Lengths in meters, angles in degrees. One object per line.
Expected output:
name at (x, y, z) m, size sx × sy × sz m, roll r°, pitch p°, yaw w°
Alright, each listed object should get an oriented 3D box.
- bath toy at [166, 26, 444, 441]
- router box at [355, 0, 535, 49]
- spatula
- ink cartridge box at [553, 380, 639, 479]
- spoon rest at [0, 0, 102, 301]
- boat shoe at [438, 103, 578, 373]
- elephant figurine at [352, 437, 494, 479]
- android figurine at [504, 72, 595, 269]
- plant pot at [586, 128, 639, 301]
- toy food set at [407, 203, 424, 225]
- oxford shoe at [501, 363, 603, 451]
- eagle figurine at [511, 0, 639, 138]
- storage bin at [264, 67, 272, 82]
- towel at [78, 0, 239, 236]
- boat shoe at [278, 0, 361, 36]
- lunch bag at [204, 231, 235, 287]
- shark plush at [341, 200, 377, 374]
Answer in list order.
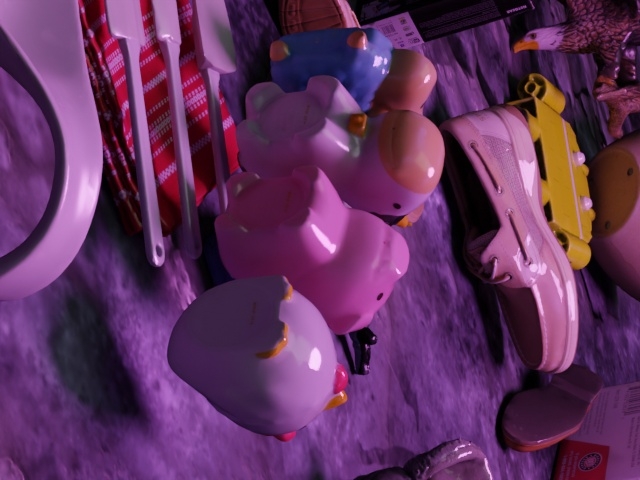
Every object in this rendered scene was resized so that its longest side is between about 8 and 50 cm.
bath toy at (0.000, 0.000, 1.192) m, size 0.129 × 0.151 × 0.348 m, roll 73°, pitch 26°, yaw -43°
router box at (0.127, -0.261, 1.682) m, size 0.046 × 0.179 × 0.133 m, roll 57°, pitch 30°, yaw -37°
spatula at (-0.097, -0.094, 1.195) m, size 0.168 × 0.019 × 0.242 m, roll 15°, pitch 63°, yaw -66°
ink cartridge box at (0.444, 0.260, 1.993) m, size 0.131 × 0.306 × 0.226 m, roll 68°, pitch 25°, yaw -21°
spoon rest at (-0.180, -0.106, 1.004) m, size 0.137 × 0.084 × 0.276 m, roll 18°, pitch 63°, yaw -65°
boat shoe at (0.198, 0.006, 1.837) m, size 0.098 × 0.109 × 0.302 m, roll -16°, pitch 95°, yaw -28°
elephant figurine at (0.081, 0.240, 1.372) m, size 0.239 × 0.169 × 0.186 m, roll 53°, pitch 0°, yaw -15°
android figurine at (0.297, -0.084, 2.158) m, size 0.273 × 0.056 × 0.248 m, roll 23°, pitch 57°, yaw -61°
plant pot at (0.462, -0.046, 2.306) m, size 0.191 × 0.284 × 0.284 m, roll 15°, pitch 60°, yaw -31°
toy food set at (0.081, -0.056, 1.672) m, size 0.083 × 0.020 × 0.082 m, roll 47°, pitch 37°, yaw -51°
oxford shoe at (0.257, 0.207, 1.900) m, size 0.212 × 0.076 × 0.076 m, roll -20°, pitch 137°, yaw -57°
eagle figurine at (0.347, -0.305, 2.195) m, size 0.225 × 0.226 × 0.298 m, roll -4°, pitch 71°, yaw -27°
storage bin at (0.003, -0.108, 1.426) m, size 0.135 × 0.091 × 0.098 m, roll -72°, pitch 142°, yaw -53°
towel at (-0.132, -0.154, 1.211) m, size 0.199 × 0.031 × 0.275 m, roll -49°, pitch 123°, yaw -64°
boat shoe at (0.005, -0.189, 1.519) m, size 0.059 × 0.063 × 0.170 m, roll -83°, pitch 160°, yaw -44°
lunch bag at (-0.041, 0.023, 1.285) m, size 0.067 × 0.065 × 0.098 m, roll -36°, pitch 112°, yaw -66°
shark plush at (0.035, 0.035, 1.481) m, size 0.067 × 0.073 × 0.161 m, roll -158°, pitch -132°, yaw -81°
